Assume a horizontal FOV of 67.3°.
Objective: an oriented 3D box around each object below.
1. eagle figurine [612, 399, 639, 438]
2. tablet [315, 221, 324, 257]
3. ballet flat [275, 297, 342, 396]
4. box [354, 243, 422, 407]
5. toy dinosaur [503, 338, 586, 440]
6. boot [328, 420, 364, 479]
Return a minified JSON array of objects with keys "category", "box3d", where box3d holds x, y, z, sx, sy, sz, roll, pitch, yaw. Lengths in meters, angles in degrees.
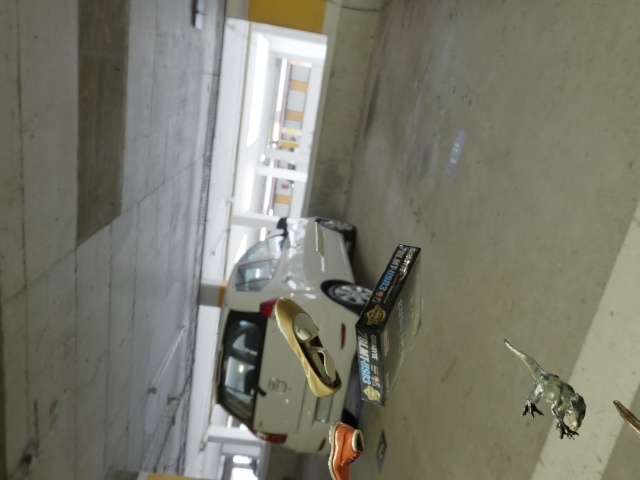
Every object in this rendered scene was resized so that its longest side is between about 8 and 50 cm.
[{"category":"eagle figurine","box3d":[0.568,0.235,0.608,0.225,0.226,0.298,-10,-39,-53]},{"category":"tablet","box3d":[0.000,0.000,0.909,0.083,0.006,0.054,58,-150,-76]},{"category":"ballet flat","box3d":[-0.018,0.221,1.024,0.073,0.080,0.232,-24,93,45]},{"category":"box","box3d":[0.180,0.210,1.204,0.293,0.073,0.295,-55,-33,-42]},{"category":"toy dinosaur","box3d":[0.410,0.283,0.871,0.268,0.064,0.118,-114,15,-77]},{"category":"boot","box3d":[0.068,0.533,1.185,0.059,0.085,0.158,-8,-83,-56]}]
